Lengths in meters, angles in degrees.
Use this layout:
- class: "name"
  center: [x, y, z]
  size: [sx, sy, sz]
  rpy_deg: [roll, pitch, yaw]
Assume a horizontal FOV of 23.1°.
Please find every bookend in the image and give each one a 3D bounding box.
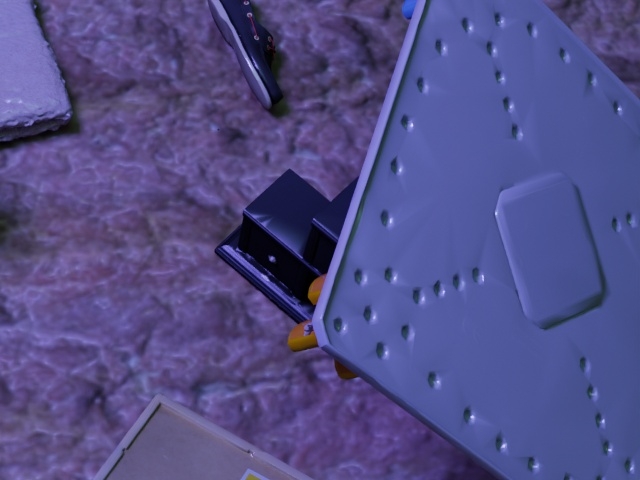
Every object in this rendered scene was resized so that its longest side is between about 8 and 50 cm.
- class: "bookend"
  center: [0.000, 0.000, 1.285]
  size: [0.156, 0.157, 0.072]
  rpy_deg: [40, 62, 12]

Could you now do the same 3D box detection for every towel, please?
- class: "towel"
  center: [-0.373, -0.147, 1.370]
  size: [0.282, 0.049, 0.187]
  rpy_deg: [-14, 66, -18]

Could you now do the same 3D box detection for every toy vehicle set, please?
- class: "toy vehicle set"
  center: [-0.052, 0.240, 1.186]
  size: [0.267, 0.035, 0.166]
  rpy_deg: [29, 44, 8]

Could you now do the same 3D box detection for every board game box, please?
- class: "board game box"
  center: [0.166, 0.011, 1.248]
  size: [0.390, 0.050, 0.390]
  rpy_deg: [38, 54, -31]

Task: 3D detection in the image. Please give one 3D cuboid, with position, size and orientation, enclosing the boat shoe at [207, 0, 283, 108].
- class: "boat shoe"
  center: [-0.062, -0.179, 1.436]
  size: [0.042, 0.049, 0.133]
  rpy_deg: [-20, 62, -10]
